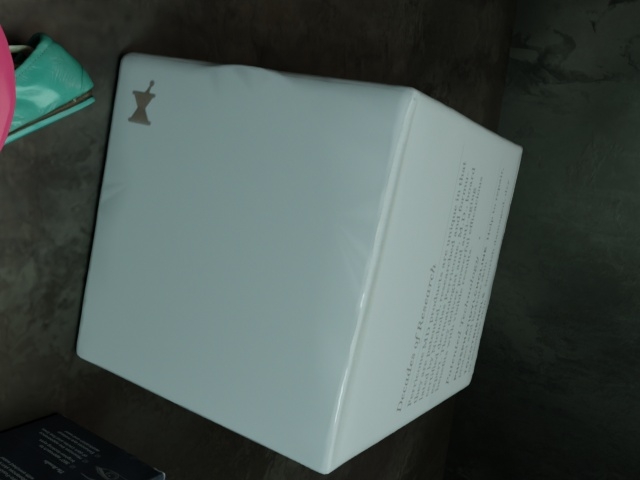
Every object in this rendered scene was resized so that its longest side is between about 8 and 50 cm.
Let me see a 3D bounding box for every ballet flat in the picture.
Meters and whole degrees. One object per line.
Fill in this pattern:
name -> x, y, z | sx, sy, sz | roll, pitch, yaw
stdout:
ballet flat -> -0.283, -0.087, 0.484 | 0.247, 0.083, 0.087 | -49, 118, -39

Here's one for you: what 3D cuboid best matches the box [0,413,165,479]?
box -> -0.257, 0.247, 0.586 | 0.158, 0.155, 0.093 | -5, 108, -60

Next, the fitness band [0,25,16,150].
fitness band -> -0.313, -0.123, 0.349 | 0.291, 0.054, 0.209 | 45, 58, -37

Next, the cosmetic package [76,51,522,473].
cosmetic package -> 0.000, 0.000, 0.747 | 0.393, 0.329, 0.328 | 0, 104, -60
